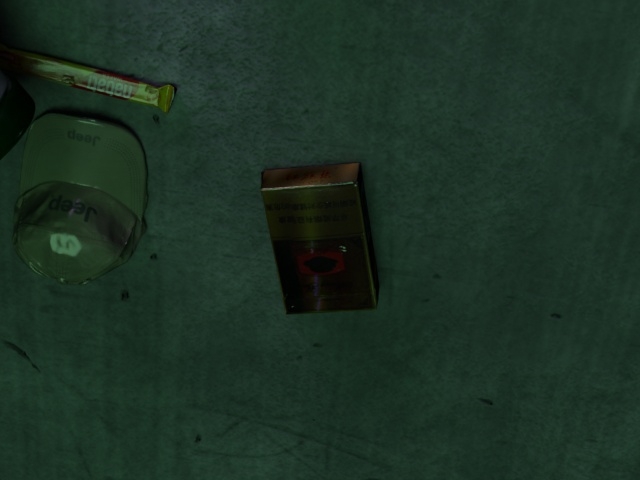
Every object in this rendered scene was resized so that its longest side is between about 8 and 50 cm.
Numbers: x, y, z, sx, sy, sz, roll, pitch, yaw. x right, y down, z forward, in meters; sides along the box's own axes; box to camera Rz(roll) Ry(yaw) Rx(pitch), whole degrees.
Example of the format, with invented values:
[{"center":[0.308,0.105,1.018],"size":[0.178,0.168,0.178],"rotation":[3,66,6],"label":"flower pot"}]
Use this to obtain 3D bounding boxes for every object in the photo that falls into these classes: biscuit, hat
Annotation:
[{"center":[-0.358,-0.244,1.993],"size":[0.291,0.026,0.048],"rotation":[14,105,-3],"label":"biscuit"},{"center":[-0.382,-0.061,2.062],"size":[0.214,0.149,0.245],"rotation":[7,135,2],"label":"hat"}]

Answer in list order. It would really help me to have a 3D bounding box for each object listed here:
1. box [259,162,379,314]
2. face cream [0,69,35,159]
[{"center":[0.000,0.000,2.089],"size":[0.159,0.071,0.240],"rotation":[-4,123,8],"label":"box"},{"center":[-0.583,-0.254,1.842],"size":[0.219,0.312,0.357],"rotation":[-10,130,37],"label":"face cream"}]
